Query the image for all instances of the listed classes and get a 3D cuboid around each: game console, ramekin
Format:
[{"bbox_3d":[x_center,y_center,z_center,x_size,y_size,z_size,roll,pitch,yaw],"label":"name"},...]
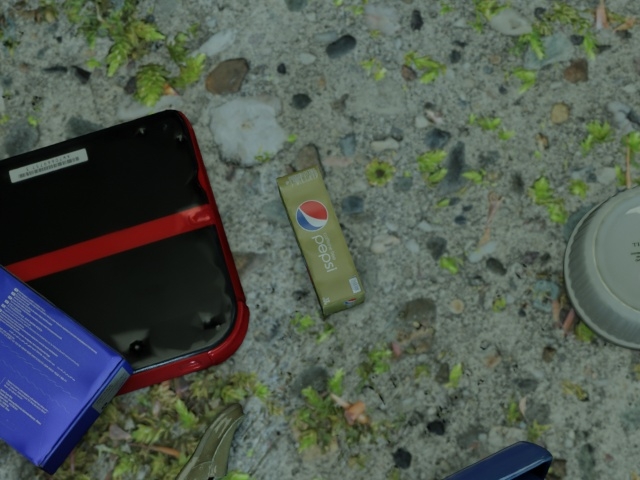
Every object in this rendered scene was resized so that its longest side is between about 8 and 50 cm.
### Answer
[{"bbox_3d":[-0.309,0.037,1.859,0.386,0.060,0.342,-17,72,-4],"label":"game console"},{"bbox_3d":[0.413,0.027,1.813,0.207,0.109,0.207,0,75,1],"label":"ramekin"}]

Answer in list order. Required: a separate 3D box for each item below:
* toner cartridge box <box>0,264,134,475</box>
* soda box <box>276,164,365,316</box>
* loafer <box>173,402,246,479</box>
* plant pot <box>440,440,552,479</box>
[{"bbox_3d":[-0.415,0.116,1.768,0.347,0.075,0.165,35,76,12],"label":"toner cartridge box"},{"bbox_3d":[0.000,0.000,1.852,0.058,0.061,0.181,-19,76,-3],"label":"soda box"},{"bbox_3d":[-0.132,0.269,1.791,0.050,0.056,0.148,33,88,8],"label":"loafer"},{"bbox_3d":[0.203,0.372,1.669,0.236,0.236,0.212,-25,71,-5],"label":"plant pot"}]
